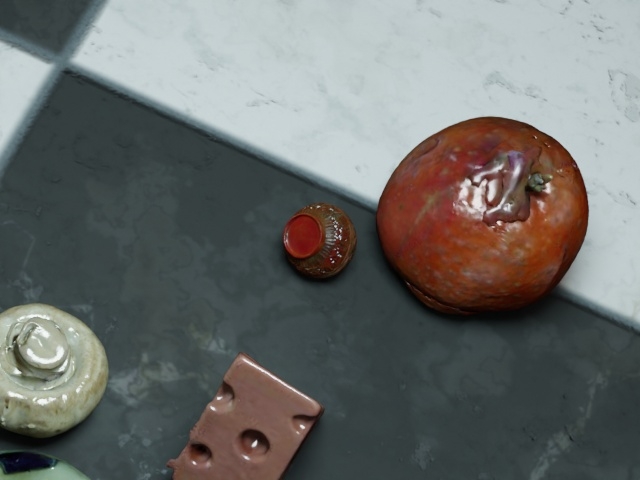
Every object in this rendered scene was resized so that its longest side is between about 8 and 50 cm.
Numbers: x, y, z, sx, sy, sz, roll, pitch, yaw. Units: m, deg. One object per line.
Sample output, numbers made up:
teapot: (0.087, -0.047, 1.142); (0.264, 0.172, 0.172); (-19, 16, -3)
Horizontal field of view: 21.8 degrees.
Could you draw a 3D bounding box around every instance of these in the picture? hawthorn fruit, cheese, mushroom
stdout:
hawthorn fruit: (0.231, -0.043, 2.151); (0.276, 0.307, 0.276); (7, 71, -20)
cheese: (-0.071, 0.207, 2.000); (0.128, 0.203, 0.177); (30, 25, 4)
mushroom: (-0.335, 0.153, 1.962); (0.166, 0.127, 0.166); (4, 64, -9)

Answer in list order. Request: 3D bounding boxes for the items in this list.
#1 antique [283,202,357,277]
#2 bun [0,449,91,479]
antique: (0.000, 0.000, 2.173); (0.104, 0.104, 0.104); (8, 58, -12)
bun: (-0.354, 0.371, 1.786); (0.293, 0.187, 0.293); (-15, 35, 11)
